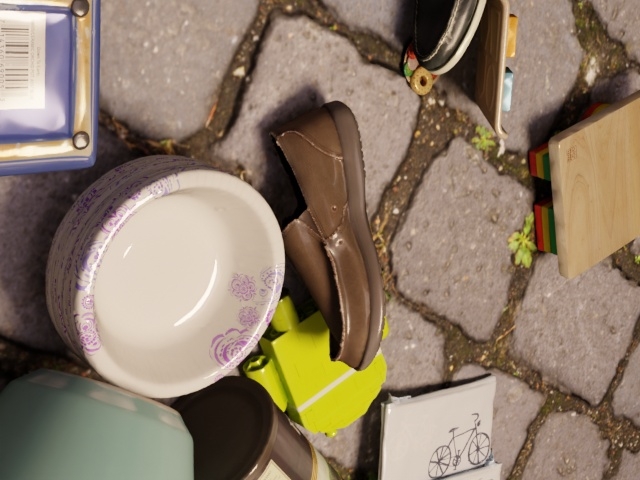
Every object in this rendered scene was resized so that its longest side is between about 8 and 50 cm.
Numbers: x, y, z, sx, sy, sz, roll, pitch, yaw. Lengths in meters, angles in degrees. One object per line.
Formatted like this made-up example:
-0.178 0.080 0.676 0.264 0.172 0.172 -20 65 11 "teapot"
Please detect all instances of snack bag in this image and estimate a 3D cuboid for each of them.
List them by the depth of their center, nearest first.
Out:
0.204 0.404 1.721 0.323 0.037 0.342 -3 99 -46 "snack bag"

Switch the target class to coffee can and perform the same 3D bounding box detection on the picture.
-0.086 0.346 1.413 0.201 0.201 0.275 -47 129 -15 "coffee can"

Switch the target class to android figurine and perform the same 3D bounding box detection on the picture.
0.005 0.169 1.515 0.248 0.056 0.273 -35 121 -25 "android figurine"

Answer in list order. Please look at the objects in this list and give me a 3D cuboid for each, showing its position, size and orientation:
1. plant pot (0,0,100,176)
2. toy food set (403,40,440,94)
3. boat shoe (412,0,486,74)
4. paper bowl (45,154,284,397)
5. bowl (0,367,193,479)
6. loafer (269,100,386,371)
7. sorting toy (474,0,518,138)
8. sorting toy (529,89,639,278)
-0.341 -0.180 1.011 0.236 0.212 0.236 -7 110 -36 "plant pot"
0.153 -0.261 1.500 0.083 0.020 0.082 -43 127 -18 "toy food set"
0.166 -0.402 1.393 0.113 0.127 0.340 9 102 -35 "boat shoe"
-0.195 0.036 1.248 0.284 0.148 0.284 -14 114 -34 "paper bowl"
-0.273 0.252 1.195 0.311 0.311 0.163 32 68 -41 "bowl"
0.000 0.000 1.392 0.130 0.134 0.365 -9 91 -11 "loafer"
0.252 -0.268 1.479 0.038 0.193 0.208 -4 111 1 "sorting toy"
0.470 -0.107 1.764 0.255 0.089 0.257 -28 121 -28 "sorting toy"
